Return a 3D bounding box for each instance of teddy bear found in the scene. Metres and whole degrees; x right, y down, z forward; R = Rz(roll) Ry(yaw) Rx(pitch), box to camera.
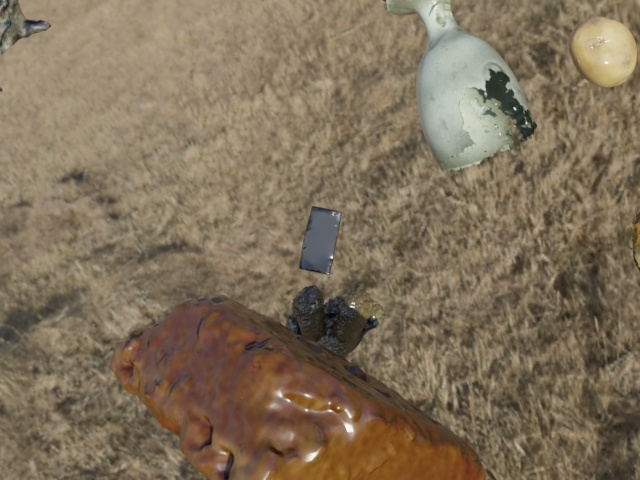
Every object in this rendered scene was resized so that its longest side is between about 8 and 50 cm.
[{"bbox_3d":[0.020,0.156,1.378,0.181,0.251,0.129,7,80,11],"label":"teddy bear"}]

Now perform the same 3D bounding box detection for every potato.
[{"bbox_3d":[0.521,-0.344,1.429,0.112,0.147,0.112,-42,19,18],"label":"potato"}]

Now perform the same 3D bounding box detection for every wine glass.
[{"bbox_3d":[0.242,-0.297,1.358,0.190,0.190,0.357,-20,80,8],"label":"wine glass"}]

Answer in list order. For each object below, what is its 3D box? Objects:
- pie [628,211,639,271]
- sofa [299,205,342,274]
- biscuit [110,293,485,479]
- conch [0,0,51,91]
[{"bbox_3d":[0.609,-0.014,1.154,0.308,0.308,0.085,-34,6,-7],"label":"pie"},{"bbox_3d":[0.000,0.000,1.394,0.060,0.039,0.118,11,89,1],"label":"sofa"},{"bbox_3d":[-0.013,0.217,0.944,0.342,0.395,0.166,31,89,47],"label":"biscuit"},{"bbox_3d":[-0.548,-0.331,1.148,0.240,0.186,0.313,-28,74,23],"label":"conch"}]
